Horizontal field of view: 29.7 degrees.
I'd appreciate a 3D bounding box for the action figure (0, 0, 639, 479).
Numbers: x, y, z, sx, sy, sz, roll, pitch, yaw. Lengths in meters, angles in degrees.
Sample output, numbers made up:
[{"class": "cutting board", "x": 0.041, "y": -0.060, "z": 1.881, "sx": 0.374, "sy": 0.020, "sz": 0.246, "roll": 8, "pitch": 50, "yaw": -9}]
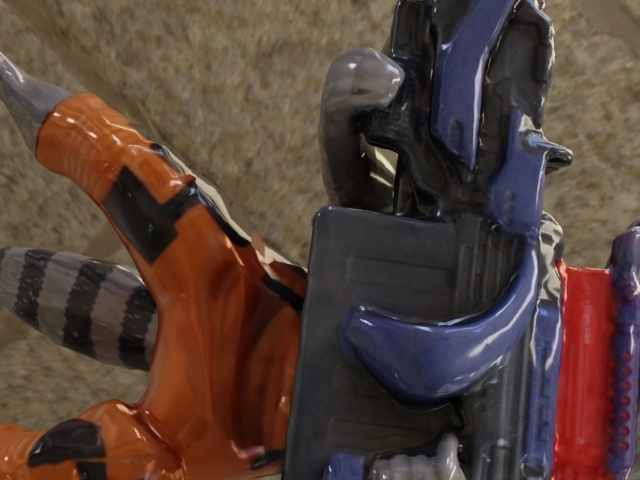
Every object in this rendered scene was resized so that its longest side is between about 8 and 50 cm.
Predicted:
[{"class": "action figure", "x": 0.000, "y": 0.000, "z": 0.470, "sx": 0.330, "sy": 0.178, "sz": 0.341, "roll": 14, "pitch": 78, "yaw": 6}]
